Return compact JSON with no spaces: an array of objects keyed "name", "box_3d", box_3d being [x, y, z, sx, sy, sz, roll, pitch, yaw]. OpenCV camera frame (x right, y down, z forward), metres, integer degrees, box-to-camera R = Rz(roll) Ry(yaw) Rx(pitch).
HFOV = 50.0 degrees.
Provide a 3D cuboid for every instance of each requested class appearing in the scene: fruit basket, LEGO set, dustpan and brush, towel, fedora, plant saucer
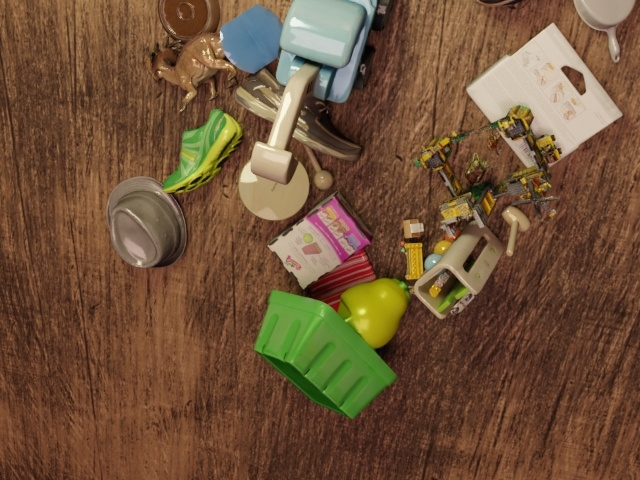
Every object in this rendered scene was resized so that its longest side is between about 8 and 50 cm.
[{"name":"fruit basket","box_3d":[0.061,0.238,1.830,0.283,0.392,0.392,8,119,50]},{"name":"LEGO set","box_3d":[0.272,0.083,1.828,0.132,0.107,0.287,-39,95,-12]},{"name":"dustpan and brush","box_3d":[0.639,-0.494,1.514,0.147,0.060,0.211,-23,104,-1]},{"name":"towel","box_3d":[0.036,0.069,1.896,0.198,0.031,0.275,-20,105,19]},{"name":"fedora","box_3d":[-0.509,-0.031,1.932,0.243,0.124,0.275,-13,108,17]},{"name":"plant saucer","box_3d":[-0.336,-0.576,1.727,0.168,0.029,0.168,4,112,11]},{"name":"LEGO set","box_3d":[0.377,-0.150,1.599,0.331,0.192,0.255,-10,115,34]}]

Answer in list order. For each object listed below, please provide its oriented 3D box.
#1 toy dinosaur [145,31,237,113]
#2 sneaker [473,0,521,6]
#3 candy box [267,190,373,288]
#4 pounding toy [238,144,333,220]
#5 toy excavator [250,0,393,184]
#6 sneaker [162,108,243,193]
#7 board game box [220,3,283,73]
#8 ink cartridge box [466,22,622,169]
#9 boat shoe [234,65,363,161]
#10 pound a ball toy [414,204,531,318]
[{"name":"toy dinosaur","box_3d":[-0.315,-0.455,1.724,0.295,0.127,0.200,-29,95,16]},{"name":"sneaker","box_3d":[0.469,-0.600,1.485,0.321,0.127,0.126,-20,94,-6]},{"name":"candy box","box_3d":[0.000,0.000,1.825,0.233,0.071,0.159,-35,100,19]},{"name":"pounding toy","box_3d":[-0.102,-0.153,1.816,0.237,0.110,0.183,-34,90,-7]},{"name":"toy excavator","box_3d":[-0.022,-0.378,1.502,0.222,0.445,0.433,20,114,6]},{"name":"sneaker","box_3d":[-0.323,-0.232,1.835,0.295,0.109,0.123,-42,74,26]},{"name":"board game box","box_3d":[-0.166,-0.491,1.690,0.168,0.033,0.133,-38,105,-15]},{"name":"ink cartridge box","box_3d":[0.518,-0.327,1.607,0.239,0.060,0.275,-37,99,23]},{"name":"boat shoe","box_3d":[-0.042,-0.318,1.698,0.355,0.132,0.130,31,102,2]},{"name":"pound a ball toy","box_3d":[0.365,0.024,1.670,0.136,0.319,0.208,46,127,1]}]
